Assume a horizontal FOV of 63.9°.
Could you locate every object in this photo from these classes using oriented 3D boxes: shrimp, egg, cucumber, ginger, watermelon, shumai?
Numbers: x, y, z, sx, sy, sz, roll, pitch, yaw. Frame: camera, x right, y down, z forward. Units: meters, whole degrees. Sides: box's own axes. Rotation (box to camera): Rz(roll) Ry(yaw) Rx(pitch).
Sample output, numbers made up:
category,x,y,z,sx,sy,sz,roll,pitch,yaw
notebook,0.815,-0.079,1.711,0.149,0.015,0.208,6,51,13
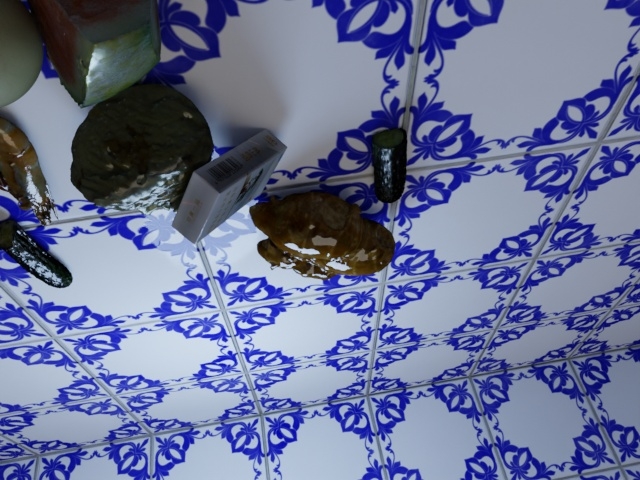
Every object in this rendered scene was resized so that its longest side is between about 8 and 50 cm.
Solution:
category,x,y,z,sx,sy,sz,roll,pitch,yaw
shrimp,-0.598,-0.123,0.966,0.152,0.063,0.287,-5,140,-7
egg,-0.479,-0.263,0.674,0.185,0.242,0.186,0,108,-1
cucumber,0.159,-0.152,1.150,0.077,0.062,0.211,-13,144,0
ginger,-0.005,-0.006,1.238,0.274,0.153,0.357,-16,149,41
cucumber,-0.650,0.051,1.183,0.067,0.067,0.245,-15,143,4
watermelon,-0.325,-0.304,0.715,0.192,0.232,0.310,-4,-172,-15
shumai,-0.310,-0.152,0.953,0.255,0.189,0.218,-22,165,4

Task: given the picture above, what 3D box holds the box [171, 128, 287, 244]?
category,x,y,z,sx,sy,sz,roll,pitch,yaw
box,-0.171,-0.108,0.988,0.067,0.233,0.149,41,131,1
